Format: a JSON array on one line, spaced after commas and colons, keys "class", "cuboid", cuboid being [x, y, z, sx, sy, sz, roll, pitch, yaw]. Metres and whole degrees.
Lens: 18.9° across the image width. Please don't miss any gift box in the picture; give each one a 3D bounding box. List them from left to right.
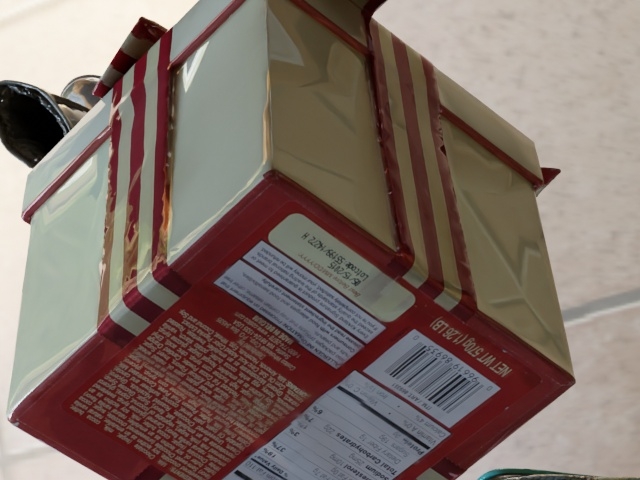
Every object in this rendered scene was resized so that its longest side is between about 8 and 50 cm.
[{"class": "gift box", "cuboid": [0.000, 0.000, 1.090, 0.276, 0.255, 0.258, -38, 31, 23]}]

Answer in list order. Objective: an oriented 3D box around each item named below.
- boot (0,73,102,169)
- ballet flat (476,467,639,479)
[{"class": "boot", "cuboid": [-0.206, -0.094, 1.589, 0.189, 0.208, 0.076, 36, 105, 30]}, {"class": "ballet flat", "cuboid": [0.160, 0.140, 0.881, 0.188, 0.070, 0.070, -2, 87, -9]}]
